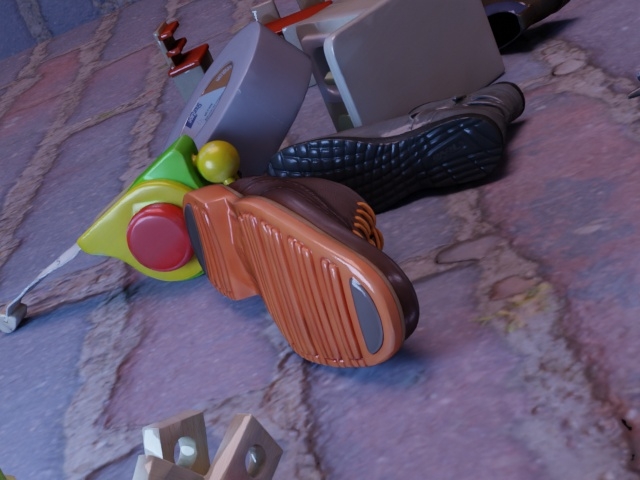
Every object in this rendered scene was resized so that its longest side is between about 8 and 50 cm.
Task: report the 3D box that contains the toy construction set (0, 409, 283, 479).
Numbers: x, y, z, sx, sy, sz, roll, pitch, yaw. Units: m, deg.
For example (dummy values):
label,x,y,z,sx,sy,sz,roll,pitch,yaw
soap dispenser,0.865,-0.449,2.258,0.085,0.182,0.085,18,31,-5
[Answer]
label,x,y,z,sx,sy,sz,roll,pitch,yaw
toy construction set,-0.151,0.202,0.637,0.327,0.151,0.215,-20,18,40

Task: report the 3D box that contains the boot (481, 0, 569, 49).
label,x,y,z,sx,sy,sz,roll,pitch,yaw
boot,0.200,-0.283,1.475,0.219,0.082,0.106,-9,28,48

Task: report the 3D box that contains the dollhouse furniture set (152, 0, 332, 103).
label,x,y,z,sx,sy,sz,roll,pitch,yaw
dollhouse furniture set,-0.103,-0.302,1.760,0.259,0.135,0.262,-19,22,11

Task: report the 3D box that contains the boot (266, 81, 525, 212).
label,x,y,z,sx,sy,sz,roll,pitch,yaw
boot,0.081,-0.094,1.186,0.246,0.083,0.161,-10,18,19

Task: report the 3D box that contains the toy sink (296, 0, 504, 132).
label,x,y,z,sx,sy,sz,roll,pitch,yaw
toy sink,0.071,-0.203,1.328,0.234,0.153,0.131,-39,26,-32

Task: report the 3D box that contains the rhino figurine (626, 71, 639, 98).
label,x,y,z,sx,sy,sz,roll,pitch,yaw
rhino figurine,0.361,-0.138,0.984,0.243,0.073,0.106,-1,27,47

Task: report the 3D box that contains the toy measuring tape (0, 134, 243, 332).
label,x,y,z,sx,sy,sz,roll,pitch,yaw
toy measuring tape,-0.190,0.019,1.195,0.330,0.121,0.121,-40,15,23

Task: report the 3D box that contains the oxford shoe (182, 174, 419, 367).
label,x,y,z,sx,sy,sz,roll,pitch,yaw
oxford shoe,0.000,0.000,0.968,0.132,0.130,0.363,-21,22,-19

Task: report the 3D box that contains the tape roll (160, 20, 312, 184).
label,x,y,z,sx,sy,sz,roll,pitch,yaw
tape roll,-0.099,-0.130,1.296,0.219,0.072,0.219,-49,22,28
